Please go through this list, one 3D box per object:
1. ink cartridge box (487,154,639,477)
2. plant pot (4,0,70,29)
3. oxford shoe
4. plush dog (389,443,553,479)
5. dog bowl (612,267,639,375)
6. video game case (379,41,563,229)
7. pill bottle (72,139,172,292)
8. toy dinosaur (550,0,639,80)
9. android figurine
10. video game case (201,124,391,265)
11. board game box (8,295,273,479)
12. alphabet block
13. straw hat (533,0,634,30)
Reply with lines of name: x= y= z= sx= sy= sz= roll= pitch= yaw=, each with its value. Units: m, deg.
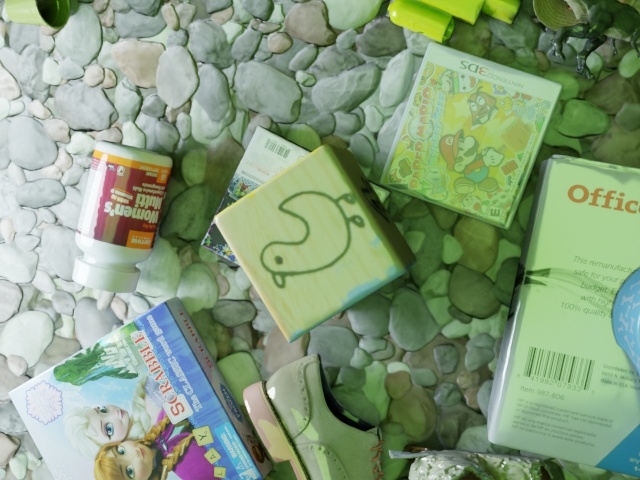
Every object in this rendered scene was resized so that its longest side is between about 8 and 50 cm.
ink cartridge box: x=0.409 y=0.101 z=1.141 sx=0.286 sy=0.166 sz=0.394 roll=12 pitch=96 yaw=9
plant pot: x=-0.460 y=-0.378 z=1.339 sx=0.079 sy=0.083 sz=0.083 roll=0 pitch=93 yaw=24
oxford shoe: x=0.046 y=0.354 z=1.243 sx=0.146 sy=0.140 sz=0.397 roll=-35 pitch=88 yaw=4
plush dog: x=0.192 y=0.420 z=1.193 sx=0.211 sy=0.262 sz=0.225 roll=-2 pitch=82 yaw=44
dog bowl: x=0.467 y=0.165 z=1.014 sx=0.166 sy=0.074 sz=0.297 roll=-16 pitch=91 yaw=9
video game case: x=0.221 y=-0.156 z=1.237 sx=0.206 sy=0.026 sz=0.227 roll=21 pitch=97 yaw=10
pill bottle: x=-0.312 y=-0.037 z=1.298 sx=0.121 sy=0.121 sz=0.221 roll=15 pitch=95 yaw=10
toy dinosaur: x=0.378 y=-0.294 z=1.155 sx=0.268 sy=0.064 sz=0.118 roll=24 pitch=106 yaw=-22
android figurine: x=0.181 y=-0.424 z=1.217 sx=0.273 sy=0.056 sz=0.248 roll=23 pitch=98 yaw=7
video game case: x=-0.039 y=-0.034 z=1.285 sx=0.232 sy=0.042 sz=0.210 roll=27 pitch=97 yaw=8
board game box: x=-0.291 y=0.304 z=1.339 sx=0.318 sy=0.066 sz=0.318 roll=-31 pitch=87 yaw=11
alphabet block: x=0.000 y=0.000 z=1.160 sx=0.192 sy=0.193 sz=0.197 roll=-33 pitch=87 yaw=9
straw hat: x=0.369 y=-0.364 z=1.177 sx=0.145 sy=0.144 sz=0.061 roll=-7 pitch=54 yaw=11
